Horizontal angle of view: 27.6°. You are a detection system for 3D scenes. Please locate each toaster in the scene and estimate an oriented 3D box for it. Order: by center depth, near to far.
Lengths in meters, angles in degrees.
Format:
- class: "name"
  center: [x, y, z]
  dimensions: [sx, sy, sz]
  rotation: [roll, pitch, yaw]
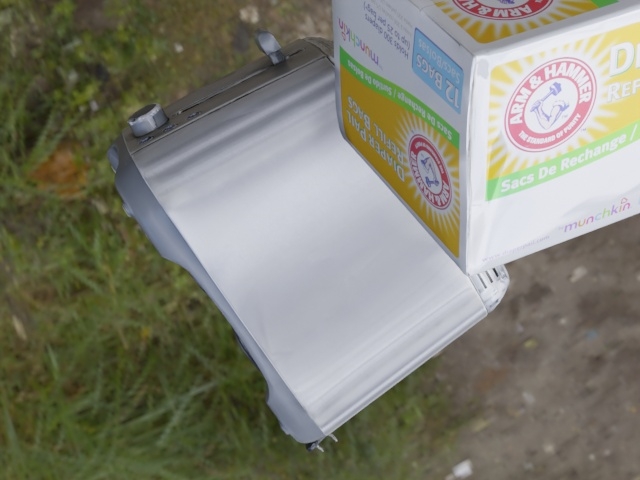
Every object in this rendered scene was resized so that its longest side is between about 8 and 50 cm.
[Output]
- class: "toaster"
  center: [0.000, 0.000, 0.703]
  dimensions: [0.146, 0.129, 0.227]
  rotation: [-33, 109, -1]

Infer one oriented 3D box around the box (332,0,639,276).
- class: "box"
  center: [0.119, -0.084, 0.542]
  dimensions: [0.203, 0.114, 0.103]
  rotation: [-19, 132, -18]
